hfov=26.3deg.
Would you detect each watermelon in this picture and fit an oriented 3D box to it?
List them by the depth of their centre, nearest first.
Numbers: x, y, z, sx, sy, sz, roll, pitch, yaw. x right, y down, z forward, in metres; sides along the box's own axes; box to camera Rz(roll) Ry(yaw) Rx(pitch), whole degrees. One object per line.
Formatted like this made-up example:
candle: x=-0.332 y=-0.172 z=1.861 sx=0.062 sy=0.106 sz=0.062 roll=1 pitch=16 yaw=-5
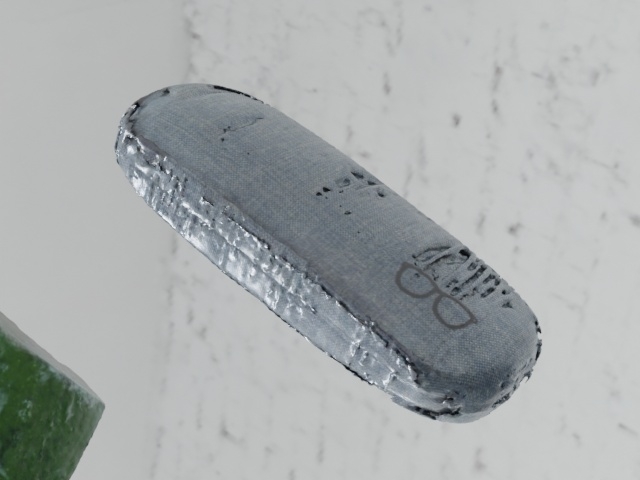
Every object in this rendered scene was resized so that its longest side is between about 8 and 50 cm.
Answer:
watermelon: x=-0.311 y=0.085 z=1.098 sx=0.151 sy=0.302 sz=0.264 roll=-45 pitch=-62 yaw=3

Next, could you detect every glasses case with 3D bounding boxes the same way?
glasses case: x=0.000 y=0.000 z=0.778 sx=0.109 sy=0.282 sz=0.067 roll=-27 pitch=-31 yaw=-46
